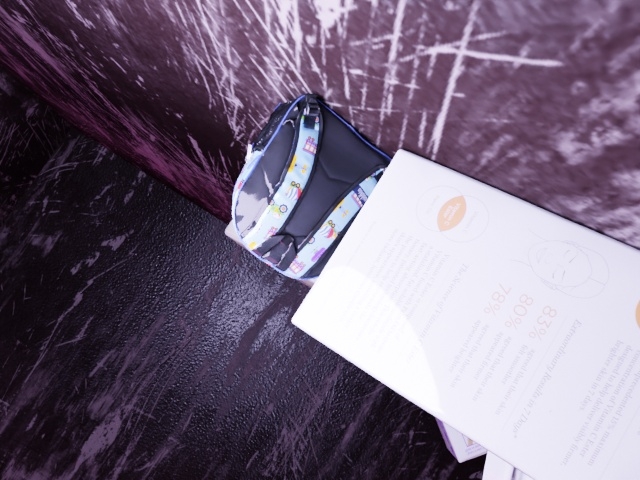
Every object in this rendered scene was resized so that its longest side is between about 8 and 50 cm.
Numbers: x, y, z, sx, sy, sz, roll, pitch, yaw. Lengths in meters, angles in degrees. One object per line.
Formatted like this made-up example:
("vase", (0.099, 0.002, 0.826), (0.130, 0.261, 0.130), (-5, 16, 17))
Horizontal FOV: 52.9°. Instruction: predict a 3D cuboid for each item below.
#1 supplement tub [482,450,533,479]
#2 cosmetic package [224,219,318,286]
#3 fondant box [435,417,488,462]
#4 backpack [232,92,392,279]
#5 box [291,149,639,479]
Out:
("supplement tub", (0.370, 0.268, 0.725), (0.325, 0.235, 0.235), (14, 165, 27))
("cosmetic package", (0.000, 0.000, 1.063), (0.296, 0.153, 0.129), (27, 170, 44))
("fondant box", (0.240, 0.253, 1.282), (0.238, 0.096, 0.330), (64, -176, -76))
("backpack", (-0.021, -0.051, 0.712), (0.158, 0.173, 0.117), (35, 172, -23))
("box", (0.185, 0.092, 0.636), (0.345, 0.215, 0.168), (29, 172, 28))
